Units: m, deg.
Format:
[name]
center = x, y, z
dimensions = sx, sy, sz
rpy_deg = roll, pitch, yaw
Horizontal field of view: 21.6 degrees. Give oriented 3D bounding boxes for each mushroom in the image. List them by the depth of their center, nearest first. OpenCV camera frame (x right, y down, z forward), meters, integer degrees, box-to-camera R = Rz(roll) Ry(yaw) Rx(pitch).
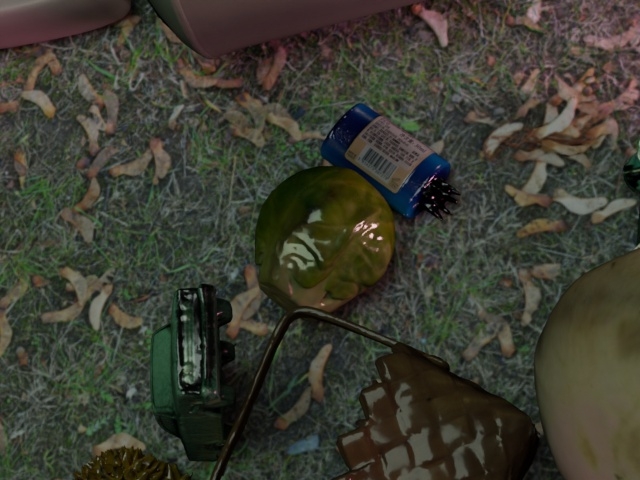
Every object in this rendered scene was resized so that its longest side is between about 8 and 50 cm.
[mushroom]
center = 0.399, 0.156, 1.692
dimensions = 0.353, 0.325, 0.353
rpy_deg = -7, 63, 15

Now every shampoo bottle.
[shampoo bottle]
center = 0.091, -0.090, 2.054
dimensions = 0.183, 0.050, 0.087
rpy_deg = 37, 85, 26

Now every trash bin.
[trash bin]
center = -0.023, -0.392, 2.076
dimensions = 0.432, 0.280, 0.280
rpy_deg = -10, 69, 13

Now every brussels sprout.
[brussels sprout]
center = -0.002, 0.000, 2.012
dimensions = 0.181, 0.144, 0.161
rpy_deg = -44, 98, -12

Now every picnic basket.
[picnic basket]
center = 0.063, 0.235, 1.824
dimensions = 0.321, 0.291, 0.254
rpy_deg = 20, 81, 12

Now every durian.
[durian]
center = -0.256, 0.350, 1.993
dimensions = 0.250, 0.138, 0.183
rpy_deg = -38, 56, -2

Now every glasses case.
[glasses case]
center = -0.399, -0.313, 2.269
dimensions = 0.297, 0.113, 0.075
rpy_deg = -9, 72, 16

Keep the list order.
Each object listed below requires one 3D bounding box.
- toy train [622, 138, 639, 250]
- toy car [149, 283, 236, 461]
[toy train]
center = 0.420, -0.021, 1.898
dimensions = 0.159, 0.101, 0.248
rpy_deg = 7, 75, 5
[toy car]
center = -0.144, 0.160, 1.910
dimensions = 0.097, 0.320, 0.141
rpy_deg = -2, 71, -2
